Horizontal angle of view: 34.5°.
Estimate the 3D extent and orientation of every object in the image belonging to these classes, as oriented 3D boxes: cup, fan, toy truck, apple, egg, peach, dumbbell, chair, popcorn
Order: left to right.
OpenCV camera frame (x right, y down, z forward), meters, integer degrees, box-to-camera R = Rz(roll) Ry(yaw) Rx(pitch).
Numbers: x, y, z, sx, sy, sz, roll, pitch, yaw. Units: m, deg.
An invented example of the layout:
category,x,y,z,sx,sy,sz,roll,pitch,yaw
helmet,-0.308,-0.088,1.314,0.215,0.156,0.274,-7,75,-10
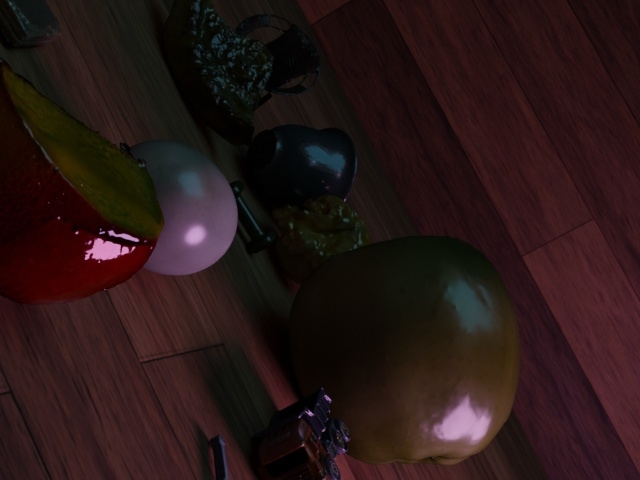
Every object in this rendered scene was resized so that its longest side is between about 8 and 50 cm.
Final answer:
category,x,y,z,sx,sy,sz,roll,pitch,yaw
peach,-0.255,-0.032,0.883,0.154,0.158,0.267,56,7,31
egg,-0.175,-0.034,1.211,0.151,0.151,0.209,67,6,23
fan,-0.102,0.290,1.102,0.038,0.016,0.193,53,16,-41
dumbbell,-0.119,-0.038,1.641,0.118,0.046,0.052,58,19,-11
chair,-0.115,-0.318,1.889,0.174,0.213,0.149,62,8,11
cup,-0.053,-0.137,1.861,0.150,0.199,0.199,24,36,-40
toy truck,-0.024,0.257,1.313,0.092,0.083,0.192,59,12,-7
popcorn,0.000,0.000,1.765,0.180,0.179,0.170,-99,-174,-55
apple,0.129,0.165,1.534,0.357,0.357,0.357,55,14,-22

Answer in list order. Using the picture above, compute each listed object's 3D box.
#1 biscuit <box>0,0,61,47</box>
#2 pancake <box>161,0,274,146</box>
category,x,y,z,sx,sy,sz,roll,pitch,yaw
biscuit,-0.392,-0.327,1.245,0.199,0.040,0.121,58,12,-7
pancake,-0.167,-0.323,1.786,0.197,0.054,0.377,-8,70,-30
